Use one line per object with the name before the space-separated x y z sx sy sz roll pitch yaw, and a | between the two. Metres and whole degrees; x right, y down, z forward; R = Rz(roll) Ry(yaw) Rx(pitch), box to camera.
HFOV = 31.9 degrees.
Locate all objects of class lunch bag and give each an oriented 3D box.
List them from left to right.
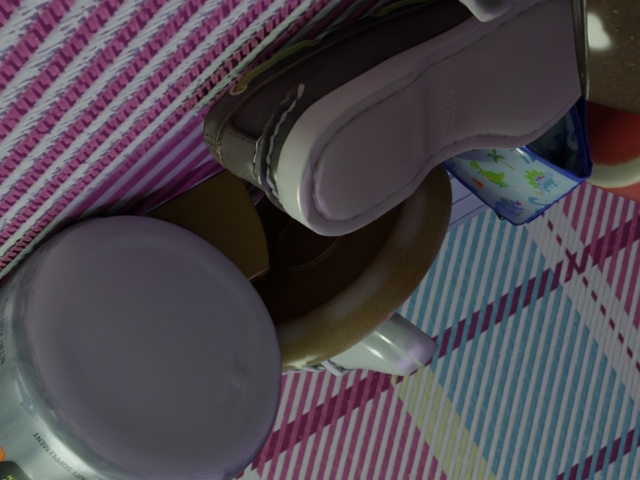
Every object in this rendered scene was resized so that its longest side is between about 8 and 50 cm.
lunch bag | 0.149 -0.093 0.902 0.096 0.151 0.129 -28 172 -17

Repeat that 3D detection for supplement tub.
supplement tub | -0.198 0.139 0.853 0.207 0.207 0.338 -24 169 -46

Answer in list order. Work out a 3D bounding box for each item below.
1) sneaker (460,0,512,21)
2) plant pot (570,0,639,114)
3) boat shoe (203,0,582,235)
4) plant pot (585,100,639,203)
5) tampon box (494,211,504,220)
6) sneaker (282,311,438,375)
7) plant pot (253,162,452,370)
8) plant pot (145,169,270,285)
sneaker | 0.081 -0.155 0.442 0.070 0.084 0.185 -29 173 -11
plant pot | 0.196 -0.107 0.352 0.230 0.215 0.215 -5 178 12
boat shoe | 0.071 -0.105 0.719 0.324 0.097 0.116 -30 134 -36
plant pot | 0.349 -0.128 0.970 0.243 0.275 0.275 4 156 -27
tampon box | 0.265 -0.120 1.341 0.161 0.120 0.101 -26 173 -35
sneaker | -0.036 0.104 0.980 0.292 0.108 0.169 18 -109 51
plant pot | 0.000 0.000 0.929 0.236 0.032 0.236 -28 -143 23
plant pot | -0.081 0.003 0.892 0.081 0.083 0.081 -29 173 -7
